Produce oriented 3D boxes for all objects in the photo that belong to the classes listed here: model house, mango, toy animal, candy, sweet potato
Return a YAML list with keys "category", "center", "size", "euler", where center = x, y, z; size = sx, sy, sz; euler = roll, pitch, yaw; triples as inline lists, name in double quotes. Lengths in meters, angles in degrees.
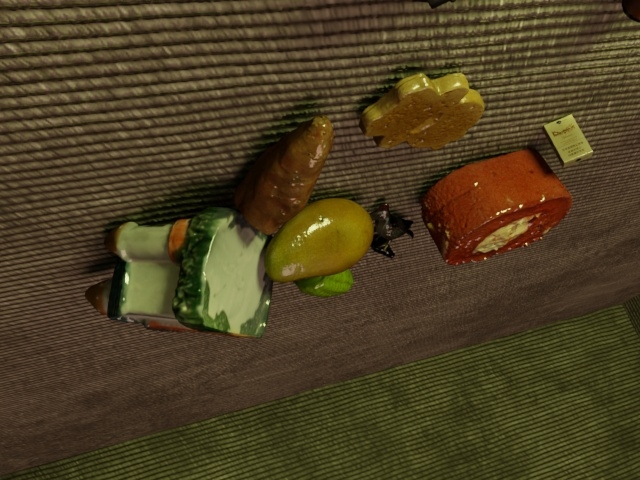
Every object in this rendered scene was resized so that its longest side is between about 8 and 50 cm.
- category: "model house"
  center: [-0.250, 0.055, 1.045]
  size: [0.300, 0.190, 0.271]
  euler: [1, 169, 16]
- category: "mango"
  center: [0.000, 0.000, 1.103]
  size: [0.227, 0.136, 0.099]
  euler: [-23, -156, -32]
- category: "toy animal"
  center: [0.135, -0.029, 1.277]
  size: [0.105, 0.070, 0.202]
  euler: [-31, 153, 1]
- category: "candy"
  center: [0.016, 0.078, 1.375]
  size: [0.096, 0.097, 0.209]
  euler: [-27, 160, 19]
- category: "sweet potato"
  center: [-0.050, -0.088, 0.907]
  size: [0.097, 0.097, 0.251]
  euler: [-4, 156, -33]

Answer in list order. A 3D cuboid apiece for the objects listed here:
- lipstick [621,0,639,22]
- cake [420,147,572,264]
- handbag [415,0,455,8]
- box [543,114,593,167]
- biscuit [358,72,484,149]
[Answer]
- category: "lipstick"
  center: [0.434, -0.373, 0.675]
  size: [0.057, 0.057, 0.357]
  euler: [-14, 159, -13]
- category: "cake"
  center: [0.334, -0.069, 1.215]
  size: [0.282, 0.151, 0.177]
  euler: [-12, 146, -18]
- category: "handbag"
  center: [0.139, -0.309, 0.511]
  size: [0.257, 0.114, 0.285]
  euler: [-24, 166, 28]
- category: "box"
  center: [0.432, -0.174, 1.117]
  size: [0.053, 0.083, 0.024]
  euler: [-21, 154, 7]
- category: "biscuit"
  center: [0.156, -0.185, 0.929]
  size: [0.225, 0.036, 0.166]
  euler: [-1, 153, -45]
